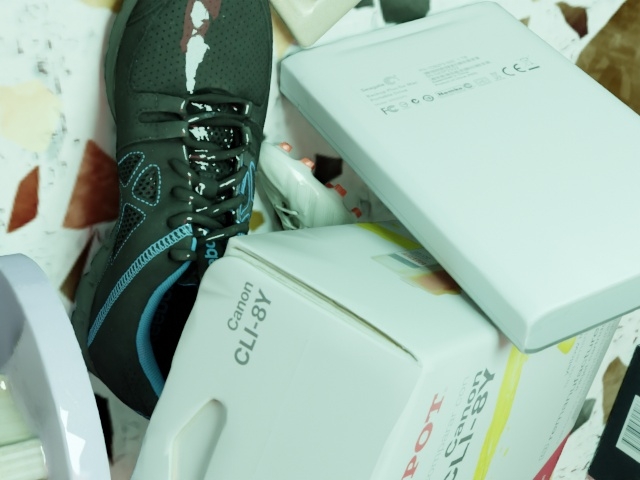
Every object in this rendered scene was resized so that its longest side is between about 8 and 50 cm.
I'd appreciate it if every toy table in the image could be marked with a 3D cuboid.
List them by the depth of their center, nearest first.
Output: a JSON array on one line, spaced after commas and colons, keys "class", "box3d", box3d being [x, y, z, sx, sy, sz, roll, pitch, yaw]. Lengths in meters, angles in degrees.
[{"class": "toy table", "box3d": [-0.243, 0.153, 0.769, 0.160, 0.252, 0.274, -8, 76, -37]}]

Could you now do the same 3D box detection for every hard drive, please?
[{"class": "hard drive", "box3d": [0.133, -0.063, 0.854, 0.203, 0.307, 0.040, -19, 137, -24]}]

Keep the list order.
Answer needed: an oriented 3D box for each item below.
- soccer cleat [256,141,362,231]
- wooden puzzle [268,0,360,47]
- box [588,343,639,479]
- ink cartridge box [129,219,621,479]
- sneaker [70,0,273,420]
[{"class": "soccer cleat", "box3d": [0.000, 0.000, 0.952, 0.076, 0.068, 0.196, -45, 129, -4]}, {"class": "wooden puzzle", "box3d": [0.013, -0.287, 0.845, 0.221, 0.044, 0.239, -44, 127, -9]}, {"class": "box", "box3d": [0.386, 0.202, 1.260, 0.158, 0.093, 0.156, 10, 105, -33]}, {"class": "ink cartridge box", "box3d": [0.052, 0.141, 0.886, 0.384, 0.160, 0.279, -7, 122, -57]}, {"class": "sneaker", "box3d": [-0.083, -0.034, 0.838, 0.125, 0.139, 0.341, 1, 109, -30]}]
